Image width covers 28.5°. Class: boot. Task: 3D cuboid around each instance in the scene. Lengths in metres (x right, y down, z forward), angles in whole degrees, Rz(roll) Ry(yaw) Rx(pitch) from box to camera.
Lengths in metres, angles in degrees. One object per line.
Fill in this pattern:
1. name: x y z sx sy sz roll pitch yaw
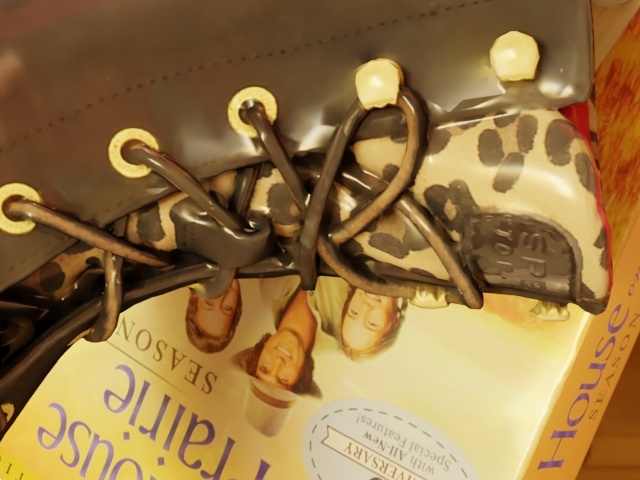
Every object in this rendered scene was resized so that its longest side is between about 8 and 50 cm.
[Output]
1. boot: -0.053 -0.002 0.402 0.377 0.284 0.138 -76 158 -50

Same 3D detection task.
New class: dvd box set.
1. dvd box set: 0.000 0.000 0.594 0.062 0.308 0.420 11 104 -54
